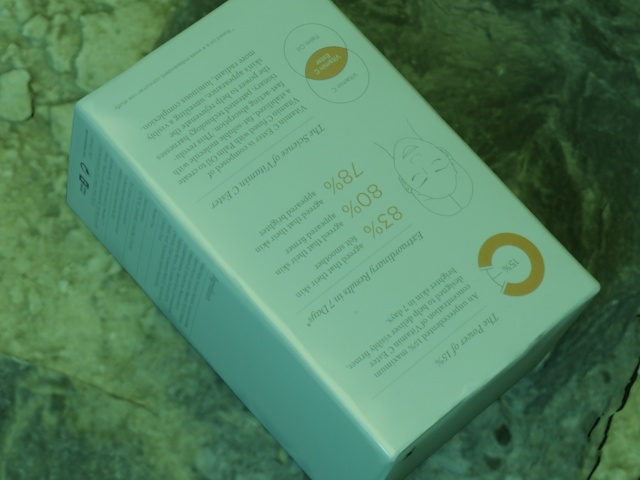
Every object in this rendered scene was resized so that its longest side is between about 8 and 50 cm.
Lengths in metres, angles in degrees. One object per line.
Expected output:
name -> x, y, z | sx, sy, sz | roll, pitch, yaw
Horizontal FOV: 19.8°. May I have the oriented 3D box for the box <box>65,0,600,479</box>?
box -> 0.000, 0.000, 1.379 | 0.215, 0.168, 0.345 | -37, 77, -23
